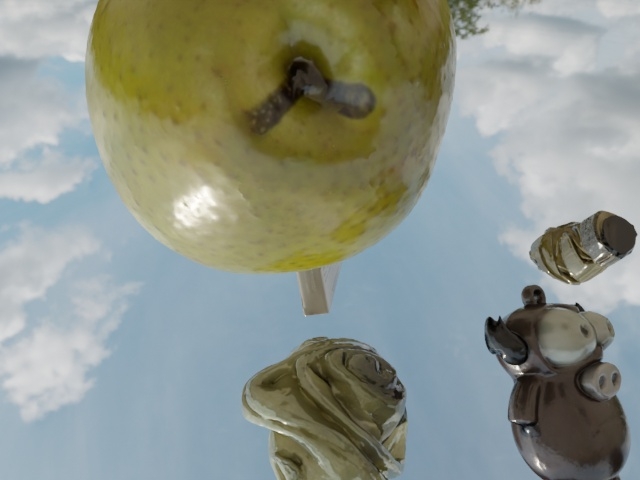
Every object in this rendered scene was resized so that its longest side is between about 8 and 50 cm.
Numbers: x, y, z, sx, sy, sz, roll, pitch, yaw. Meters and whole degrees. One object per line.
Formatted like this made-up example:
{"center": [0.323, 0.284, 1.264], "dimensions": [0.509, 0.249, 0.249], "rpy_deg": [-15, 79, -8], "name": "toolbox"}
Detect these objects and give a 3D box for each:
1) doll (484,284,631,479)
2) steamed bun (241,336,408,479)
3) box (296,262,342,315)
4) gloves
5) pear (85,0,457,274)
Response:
{"center": [0.278, 0.178, 0.625], "dimensions": [0.182, 0.257, 0.117], "rpy_deg": [1, 169, -35], "name": "doll"}
{"center": [0.041, 0.311, 1.008], "dimensions": [0.237, 0.347, 0.394], "rpy_deg": [-37, -145, 20], "name": "steamed bun"}
{"center": [0.000, 0.000, 1.285], "dimensions": [0.069, 0.214, 0.353], "rpy_deg": [-7, -159, 10], "name": "box"}
{"center": [0.599, 0.029, 1.291], "dimensions": [0.141, 0.331, 0.154], "rpy_deg": [-32, -99, -16], "name": "gloves"}
{"center": [-0.048, -0.145, 0.549], "dimensions": [0.363, 0.362, 0.418], "rpy_deg": [-7, -172, -15], "name": "pear"}
